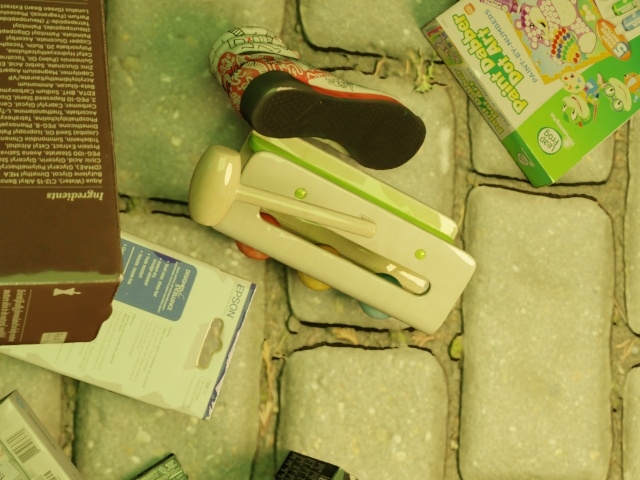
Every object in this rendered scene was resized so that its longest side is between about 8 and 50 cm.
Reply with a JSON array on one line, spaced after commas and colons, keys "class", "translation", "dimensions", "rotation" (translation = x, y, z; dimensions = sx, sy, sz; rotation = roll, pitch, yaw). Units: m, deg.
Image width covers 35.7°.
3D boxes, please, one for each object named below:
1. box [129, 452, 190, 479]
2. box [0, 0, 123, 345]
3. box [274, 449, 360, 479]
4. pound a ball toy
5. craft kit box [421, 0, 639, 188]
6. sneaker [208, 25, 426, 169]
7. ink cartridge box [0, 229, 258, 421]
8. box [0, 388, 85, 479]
[{"class": "box", "translation": [-0.177, 0.281, 1.076], "dimensions": [0.083, 0.018, 0.067], "rotation": [-32, 94, -16]}, {"class": "box", "translation": [-0.278, -0.106, 0.947], "dimensions": [0.143, 0.191, 0.381], "rotation": [-2, 69, -21]}, {"class": "box", "translation": [0.056, 0.293, 1.052], "dimensions": [0.184, 0.191, 0.045], "rotation": [33, 76, -11]}, {"class": "pound a ball toy", "translation": [0.000, 0.000, 1.059], "dimensions": [0.319, 0.208, 0.136], "rotation": [26, 108, -13]}, {"class": "craft kit box", "translation": [0.293, -0.236, 1.245], "dimensions": [0.246, 0.061, 0.250], "rotation": [-39, 95, -13]}, {"class": "sneaker", "translation": [-0.003, -0.167, 1.130], "dimensions": [0.270, 0.145, 0.090], "rotation": [8, 123, -44]}, {"class": "ink cartridge box", "translation": [-0.249, 0.063, 1.054], "dimensions": [0.333, 0.065, 0.165], "rotation": [23, 78, -11]}, {"class": "box", "translation": [-0.340, 0.262, 0.993], "dimensions": [0.186, 0.038, 0.145], "rotation": [-36, 96, 1]}]
